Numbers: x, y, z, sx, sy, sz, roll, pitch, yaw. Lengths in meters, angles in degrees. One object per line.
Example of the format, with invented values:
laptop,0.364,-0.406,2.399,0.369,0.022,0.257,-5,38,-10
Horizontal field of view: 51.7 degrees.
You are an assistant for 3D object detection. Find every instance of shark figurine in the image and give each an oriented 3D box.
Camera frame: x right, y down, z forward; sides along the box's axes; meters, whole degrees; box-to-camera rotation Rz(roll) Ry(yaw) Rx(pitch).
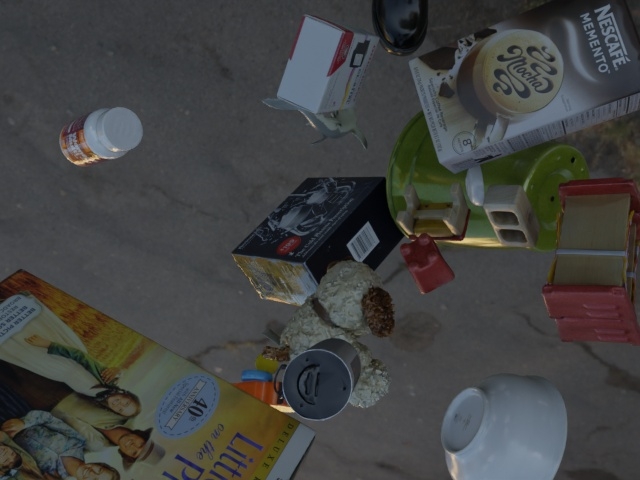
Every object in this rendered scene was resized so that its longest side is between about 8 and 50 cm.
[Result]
shark figurine,-0.001,-0.259,1.491,0.116,0.166,0.278,-30,168,31

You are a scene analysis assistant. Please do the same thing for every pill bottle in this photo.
pill bottle,-0.526,-0.250,1.585,0.221,0.121,0.121,-4,142,46

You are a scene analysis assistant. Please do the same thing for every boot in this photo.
boot,0.185,-0.599,1.426,0.131,0.347,0.260,-2,-179,-2

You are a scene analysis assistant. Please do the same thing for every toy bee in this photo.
toy bee,-0.106,0.357,1.452,0.162,0.195,0.298,24,171,-34

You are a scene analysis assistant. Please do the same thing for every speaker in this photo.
speaker,0.004,0.114,0.563,0.055,0.055,0.136,10,176,7

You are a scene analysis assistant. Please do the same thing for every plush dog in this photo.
plush dog,0.027,0.137,1.188,0.211,0.262,0.225,21,107,-34

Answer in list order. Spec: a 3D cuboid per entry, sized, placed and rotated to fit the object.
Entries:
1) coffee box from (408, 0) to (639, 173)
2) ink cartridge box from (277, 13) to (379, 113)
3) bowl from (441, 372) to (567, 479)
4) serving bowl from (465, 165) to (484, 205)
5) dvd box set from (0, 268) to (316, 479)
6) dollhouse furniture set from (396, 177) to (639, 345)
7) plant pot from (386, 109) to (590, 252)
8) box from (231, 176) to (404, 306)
coffee box,0.301,-0.230,0.958,0.297,0.168,0.119,-19,170,21
ink cartridge box,0.017,-0.274,1.029,0.072,0.175,0.127,26,112,15
bowl,0.336,0.381,1.314,0.134,0.297,0.298,29,143,-14
serving bowl,0.296,-0.106,1.275,0.027,0.083,0.083,-6,141,6
dvd box set,-0.253,0.217,0.677,0.420,0.307,0.062,27,129,11
dollhouse furniture set,0.302,0.029,1.035,0.374,0.201,0.152,0,146,34
plant pot,0.406,-0.126,1.531,0.366,0.366,0.353,46,166,-35
box,0.000,0.000,1.741,0.313,0.343,0.179,4,133,49
